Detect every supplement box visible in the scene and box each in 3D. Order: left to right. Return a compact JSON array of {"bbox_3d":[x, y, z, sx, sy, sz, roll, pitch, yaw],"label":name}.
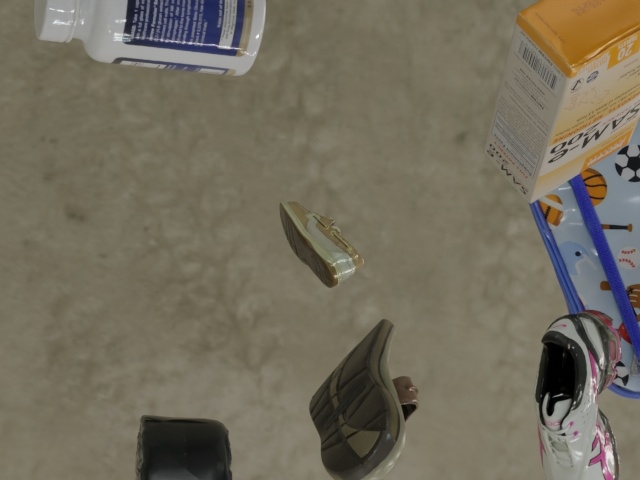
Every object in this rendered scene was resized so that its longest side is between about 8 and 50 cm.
[{"bbox_3d":[0.110,-0.067,0.587,0.062,0.036,0.098,-31,155,-18],"label":"supplement box"}]

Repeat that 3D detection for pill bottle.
[{"bbox_3d":[-0.136,-0.185,1.091,0.169,0.094,0.094,3,96,-21],"label":"pill bottle"}]

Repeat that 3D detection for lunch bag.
[{"bbox_3d":[0.335,0.004,1.342,0.303,0.243,0.115,69,18,-5],"label":"lunch bag"}]

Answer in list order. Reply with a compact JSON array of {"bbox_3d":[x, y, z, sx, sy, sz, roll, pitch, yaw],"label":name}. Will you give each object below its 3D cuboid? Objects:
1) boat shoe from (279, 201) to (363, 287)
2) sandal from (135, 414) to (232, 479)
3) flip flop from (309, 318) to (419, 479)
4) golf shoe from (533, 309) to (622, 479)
[{"bbox_3d":[0.000,0.000,1.399,0.045,0.135,0.050,-21,132,-17],"label":"boat shoe"},{"bbox_3d":[-0.117,0.238,0.729,0.107,0.167,0.445,3,137,-9],"label":"sandal"},{"bbox_3d":[0.054,0.164,1.325,0.080,0.277,0.112,38,102,-14],"label":"flip flop"},{"bbox_3d":[0.204,0.153,1.154,0.086,0.067,0.186,-9,100,-48],"label":"golf shoe"}]
